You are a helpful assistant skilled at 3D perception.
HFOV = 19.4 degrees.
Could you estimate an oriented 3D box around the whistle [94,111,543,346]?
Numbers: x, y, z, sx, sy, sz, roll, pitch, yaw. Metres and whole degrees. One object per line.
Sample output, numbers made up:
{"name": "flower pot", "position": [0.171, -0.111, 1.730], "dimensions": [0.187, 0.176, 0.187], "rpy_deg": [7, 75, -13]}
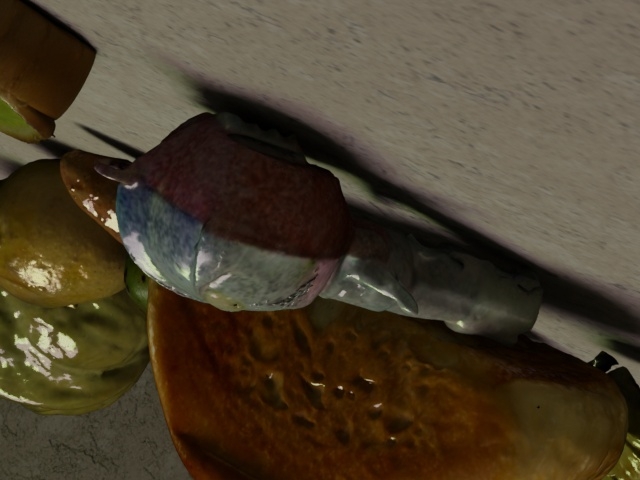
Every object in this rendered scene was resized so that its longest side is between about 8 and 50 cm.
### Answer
{"name": "whistle", "position": [0.001, -0.001, 1.301], "dimensions": [0.346, 0.133, 0.142], "rpy_deg": [17, 172, -25]}

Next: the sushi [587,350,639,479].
{"name": "sushi", "position": [0.332, 0.182, 1.517], "dimensions": [0.291, 0.131, 0.139], "rpy_deg": [30, 150, 8]}

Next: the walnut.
{"name": "walnut", "position": [-0.316, 0.072, 2.199], "dimensions": [0.277, 0.282, 0.253], "rpy_deg": [18, -149, -2]}

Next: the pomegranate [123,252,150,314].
{"name": "pomegranate", "position": [-0.130, 0.019, 1.804], "dimensions": [0.130, 0.130, 0.130], "rpy_deg": [24, 172, 3]}

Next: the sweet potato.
{"name": "sweet potato", "position": [-0.128, -0.010, 1.691], "dimensions": [0.252, 0.097, 0.097], "rpy_deg": [30, 171, -15]}

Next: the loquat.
{"name": "loquat", "position": [-0.249, -0.004, 1.873], "dimensions": [0.204, 0.149, 0.172], "rpy_deg": [13, 168, -2]}

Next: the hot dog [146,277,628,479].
{"name": "hot dog", "position": [0.030, 0.137, 1.479], "dimensions": [0.405, 0.223, 0.185], "rpy_deg": [27, -169, 30]}

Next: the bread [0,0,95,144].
{"name": "bread", "position": [-0.275, -0.146, 1.292], "dimensions": [0.236, 0.070, 0.236], "rpy_deg": [24, 171, 4]}
